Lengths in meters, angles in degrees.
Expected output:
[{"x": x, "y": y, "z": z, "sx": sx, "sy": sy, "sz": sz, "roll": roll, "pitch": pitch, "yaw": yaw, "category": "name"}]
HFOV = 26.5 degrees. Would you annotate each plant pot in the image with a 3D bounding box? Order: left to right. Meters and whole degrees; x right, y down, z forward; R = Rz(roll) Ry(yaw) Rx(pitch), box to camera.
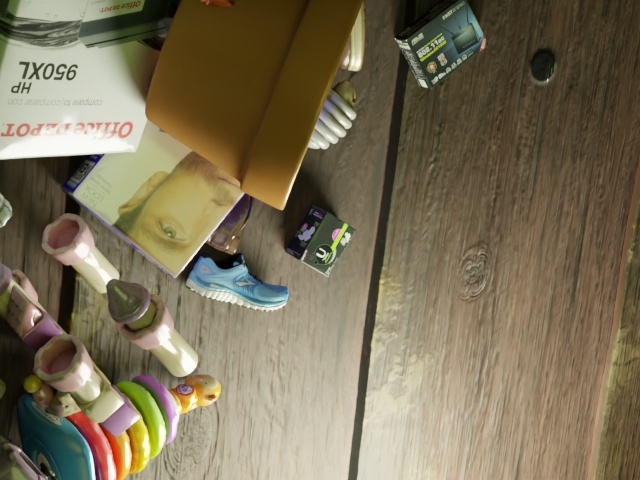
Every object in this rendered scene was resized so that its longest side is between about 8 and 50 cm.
[{"x": -0.088, "y": -0.206, "z": 1.675, "sx": 0.203, "sy": 0.291, "sz": 0.291, "roll": 20, "pitch": 94, "yaw": -3, "category": "plant pot"}]

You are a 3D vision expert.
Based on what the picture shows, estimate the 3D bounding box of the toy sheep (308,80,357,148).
[{"x": 0.001, "y": -0.177, "z": 1.957, "sx": 0.132, "sy": 0.091, "sz": 0.091, "roll": -46, "pitch": 121, "yaw": 7, "category": "toy sheep"}]

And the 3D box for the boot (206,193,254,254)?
[{"x": -0.159, "y": -0.045, "z": 1.937, "sx": 0.114, "sy": 0.037, "sz": 0.106, "roll": 22, "pitch": 78, "yaw": -21, "category": "boot"}]

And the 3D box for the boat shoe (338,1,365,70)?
[{"x": -0.008, "y": -0.398, "z": 1.884, "sx": 0.123, "sy": 0.123, "sz": 0.342, "roll": -8, "pitch": 117, "yaw": 5, "category": "boat shoe"}]

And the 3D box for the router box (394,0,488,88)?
[{"x": 0.183, "y": -0.301, "z": 2.045, "sx": 0.122, "sy": 0.038, "sz": 0.092, "roll": -39, "pitch": 118, "yaw": -14, "category": "router box"}]

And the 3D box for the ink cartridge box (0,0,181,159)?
[{"x": -0.303, "y": -0.304, "z": 1.602, "sx": 0.285, "sy": 0.166, "sz": 0.395, "roll": -9, "pitch": 125, "yaw": -55, "category": "ink cartridge box"}]

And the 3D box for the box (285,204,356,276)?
[{"x": 0.000, "y": 0.000, "z": 2.024, "sx": 0.062, "sy": 0.052, "sz": 0.083, "roll": 31, "pitch": 90, "yaw": -32, "category": "box"}]

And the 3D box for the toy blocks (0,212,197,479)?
[{"x": -0.371, "y": 0.117, "z": 1.699, "sx": 0.309, "sy": 0.288, "sz": 0.260, "roll": -43, "pitch": 137, "yaw": -8, "category": "toy blocks"}]

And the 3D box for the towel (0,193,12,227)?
[{"x": -0.535, "y": -0.046, "z": 1.569, "sx": 0.235, "sy": 0.284, "sz": 0.121, "roll": 45, "pitch": 46, "yaw": -40, "category": "towel"}]

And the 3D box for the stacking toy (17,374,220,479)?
[{"x": -0.261, "y": 0.255, "z": 1.909, "sx": 0.302, "sy": 0.175, "sz": 0.165, "roll": -23, "pitch": 125, "yaw": -35, "category": "stacking toy"}]

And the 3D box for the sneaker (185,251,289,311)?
[{"x": -0.113, "y": 0.057, "z": 1.974, "sx": 0.162, "sy": 0.063, "sz": 0.073, "roll": 15, "pitch": 94, "yaw": -31, "category": "sneaker"}]

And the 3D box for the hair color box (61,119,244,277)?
[{"x": -0.169, "y": -0.139, "z": 1.843, "sx": 0.185, "sy": 0.110, "sz": 0.339, "roll": 41, "pitch": 84, "yaw": -19, "category": "hair color box"}]
